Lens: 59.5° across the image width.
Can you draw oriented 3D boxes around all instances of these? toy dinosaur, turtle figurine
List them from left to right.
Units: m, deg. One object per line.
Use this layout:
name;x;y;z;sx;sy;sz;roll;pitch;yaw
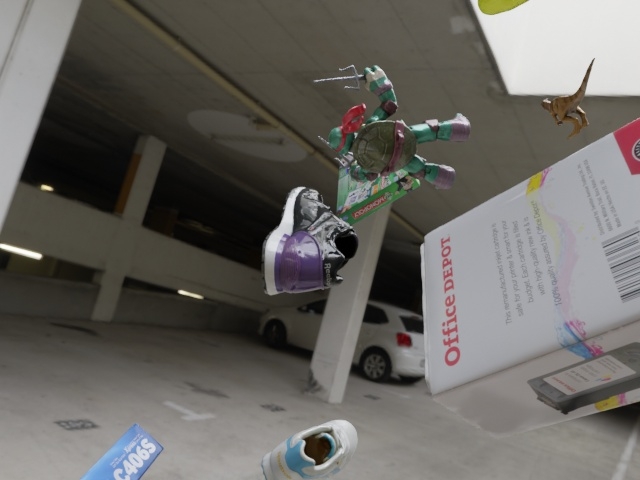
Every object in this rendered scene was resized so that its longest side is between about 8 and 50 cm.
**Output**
turtle figurine;0.090;-0.141;0.800;0.234;0.118;0.175;8;-50;-18
toy dinosaur;0.495;-0.268;1.120;0.112;0.064;0.211;57;-4;-2

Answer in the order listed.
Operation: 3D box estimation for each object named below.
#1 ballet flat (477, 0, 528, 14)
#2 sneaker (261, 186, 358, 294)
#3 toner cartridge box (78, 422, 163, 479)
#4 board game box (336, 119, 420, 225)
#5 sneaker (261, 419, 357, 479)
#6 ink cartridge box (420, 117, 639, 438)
ballet flat;0.259;-0.325;0.581;0.077;0.077;0.231;10;-48;-41
sneaker;0.000;0.000;0.872;0.124;0.107;0.283;1;28;8
toner cartridge box;-0.388;0.440;0.868;0.075;0.165;0.348;41;13;0
board game box;0.142;-0.180;1.454;0.214;0.317;0.046;-29;-63;22
sneaker;0.007;0.349;0.934;0.092;0.087;0.229;-39;-20;26
ink cartridge box;0.260;0.036;0.551;0.131;0.226;0.306;37;-50;-26
